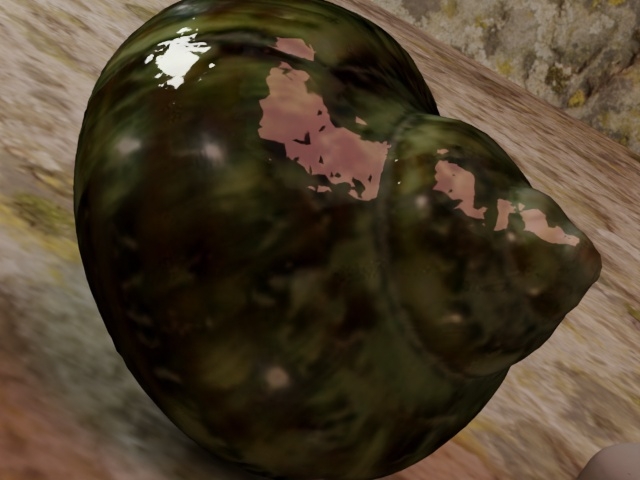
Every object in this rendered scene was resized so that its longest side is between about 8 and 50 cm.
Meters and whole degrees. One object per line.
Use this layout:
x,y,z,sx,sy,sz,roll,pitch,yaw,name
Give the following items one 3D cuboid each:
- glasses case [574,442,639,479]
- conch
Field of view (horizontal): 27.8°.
0.170,0.141,0.382,0.233,0.059,0.092,40,19,32,glasses case
0.002,-0.002,0.413,0.181,0.124,0.187,45,12,37,conch
